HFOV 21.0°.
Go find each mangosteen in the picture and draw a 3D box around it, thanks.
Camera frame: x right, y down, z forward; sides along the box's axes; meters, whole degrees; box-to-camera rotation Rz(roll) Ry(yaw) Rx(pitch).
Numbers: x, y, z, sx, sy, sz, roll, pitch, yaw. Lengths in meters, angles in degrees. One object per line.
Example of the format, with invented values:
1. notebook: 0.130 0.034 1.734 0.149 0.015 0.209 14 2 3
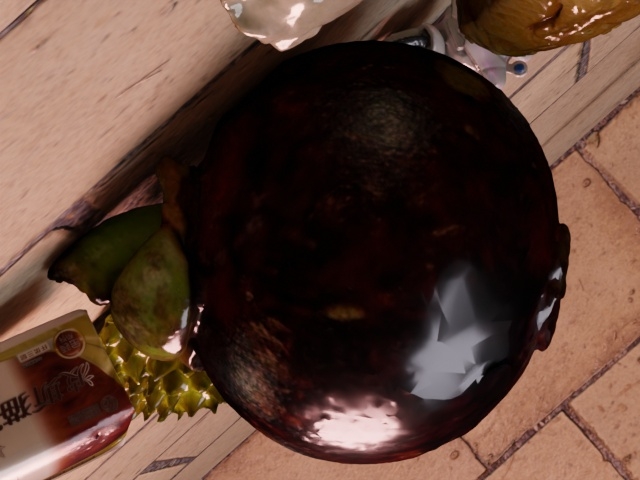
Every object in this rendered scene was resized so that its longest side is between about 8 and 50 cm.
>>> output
1. mangosteen: 0.000 0.000 1.248 0.306 0.359 0.306 14 90 -84

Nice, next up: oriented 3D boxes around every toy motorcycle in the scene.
1. toy motorcycle: 0.104 -0.142 1.457 0.150 0.102 0.221 -20 167 -2

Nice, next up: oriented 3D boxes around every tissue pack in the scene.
1. tissue pack: -0.221 0.129 1.246 0.148 0.099 0.106 -25 168 -19

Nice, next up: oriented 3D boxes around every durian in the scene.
1. durian: -0.086 0.036 1.548 0.352 0.158 0.169 -40 -154 -13

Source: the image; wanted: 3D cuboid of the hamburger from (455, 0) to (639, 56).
1. hamburger: 0.181 -0.215 1.120 0.211 0.132 0.309 -41 -170 -22

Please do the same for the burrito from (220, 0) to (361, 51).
1. burrito: 0.097 -0.242 0.972 0.392 0.076 0.117 -41 173 -7
